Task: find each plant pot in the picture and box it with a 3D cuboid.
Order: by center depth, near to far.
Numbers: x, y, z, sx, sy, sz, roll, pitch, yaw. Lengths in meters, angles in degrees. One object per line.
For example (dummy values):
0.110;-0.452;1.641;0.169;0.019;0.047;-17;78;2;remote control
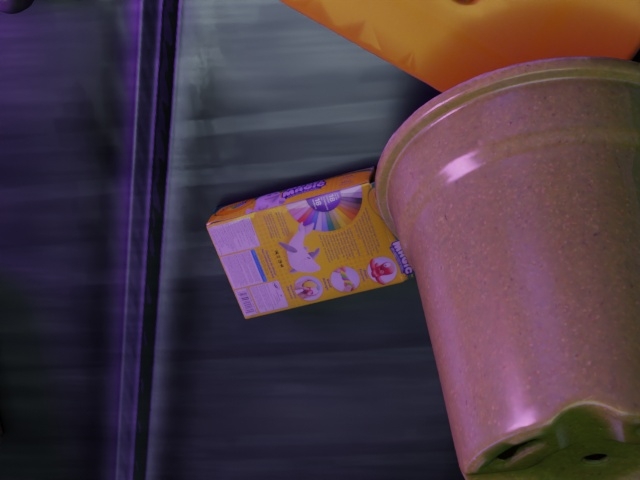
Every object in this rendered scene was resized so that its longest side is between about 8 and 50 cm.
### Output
0.182;0.054;0.778;0.276;0.253;0.276;0;146;0;plant pot

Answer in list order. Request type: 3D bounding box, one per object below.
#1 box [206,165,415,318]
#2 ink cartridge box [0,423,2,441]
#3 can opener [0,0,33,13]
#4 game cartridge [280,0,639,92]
0.000;0.000;0.955;0.179;0.043;0.105;-13;114;17;box
-0.441;0.125;1.059;0.193;0.088;0.234;2;118;9;ink cartridge box
-0.265;-0.310;0.802;0.076;0.095;0.283;8;114;5;can opener
0.150;-0.262;0.796;0.285;0.052;0.323;29;115;-6;game cartridge
